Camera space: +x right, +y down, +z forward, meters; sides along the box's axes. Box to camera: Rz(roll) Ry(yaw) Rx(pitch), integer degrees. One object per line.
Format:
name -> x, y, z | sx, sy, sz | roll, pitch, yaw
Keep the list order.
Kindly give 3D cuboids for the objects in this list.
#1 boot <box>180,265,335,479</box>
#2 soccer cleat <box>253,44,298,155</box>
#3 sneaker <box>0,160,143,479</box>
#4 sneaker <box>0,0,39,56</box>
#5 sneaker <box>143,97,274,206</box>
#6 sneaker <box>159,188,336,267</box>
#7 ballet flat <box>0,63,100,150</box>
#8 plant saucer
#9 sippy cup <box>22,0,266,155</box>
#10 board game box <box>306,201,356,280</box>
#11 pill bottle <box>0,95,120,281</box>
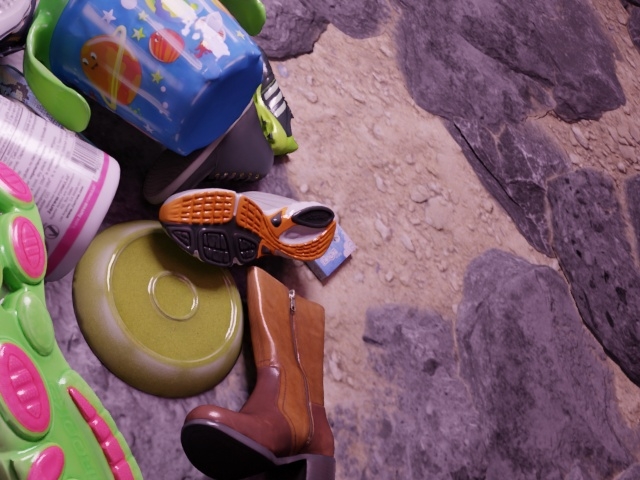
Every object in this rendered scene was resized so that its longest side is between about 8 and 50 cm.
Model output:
boot -> -0.067, 0.153, 1.196 | 0.264, 0.096, 0.281 | 29, 47, -41
soccer cleat -> -0.080, -0.211, 1.479 | 0.072, 0.060, 0.179 | 3, 69, -51
sneaker -> -0.334, 0.106, 0.887 | 0.185, 0.202, 0.483 | -6, 72, -62
sneaker -> -0.401, -0.262, 1.136 | 0.126, 0.127, 0.321 | 25, 34, -7
sneaker -> -0.140, -0.097, 1.333 | 0.222, 0.083, 0.118 | -51, 129, -30
sneaker -> -0.111, -0.023, 1.294 | 0.262, 0.121, 0.099 | 7, 99, -41
ballet flat -> -0.340, -0.134, 1.198 | 0.188, 0.070, 0.070 | 43, 44, -6
plant saucer -> -0.188, 0.074, 1.214 | 0.240, 0.037, 0.241 | 22, 51, -30
sippy cup -> -0.199, -0.236, 1.220 | 0.224, 0.240, 0.305 | 41, 84, 10
board game box -> 0.000, 0.000, 1.435 | 0.090, 0.020, 0.090 | 51, 43, -4
pill bottle -> -0.378, -0.083, 1.058 | 0.283, 0.160, 0.160 | 30, 48, -23
